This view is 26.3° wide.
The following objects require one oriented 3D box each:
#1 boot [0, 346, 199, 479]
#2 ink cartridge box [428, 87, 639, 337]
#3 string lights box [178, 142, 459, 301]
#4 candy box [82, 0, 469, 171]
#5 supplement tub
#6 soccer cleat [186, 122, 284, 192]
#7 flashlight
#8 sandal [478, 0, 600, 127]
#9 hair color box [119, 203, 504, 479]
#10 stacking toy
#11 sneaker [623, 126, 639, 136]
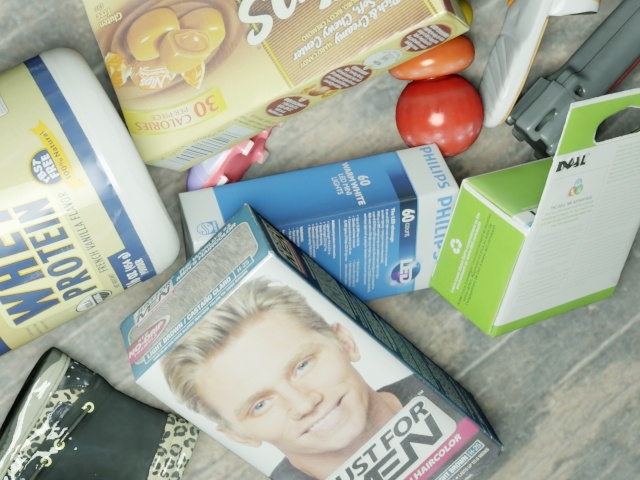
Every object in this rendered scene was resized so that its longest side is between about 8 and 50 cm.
[{"bbox_3d":[-0.240,0.243,1.338,0.179,0.085,0.236,26,88,-15],"label":"boot"},{"bbox_3d":[0.230,-0.052,1.315,0.189,0.097,0.255,-15,131,-38],"label":"ink cartridge box"},{"bbox_3d":[0.000,0.000,1.341,0.260,0.076,0.133,-12,135,-11],"label":"string lights box"},{"bbox_3d":[-0.046,-0.210,1.252,0.316,0.087,0.183,-24,79,17],"label":"candy box"},{"bbox_3d":[-0.311,-0.010,1.229,0.316,0.228,0.228,-28,100,-8],"label":"supplement tub"},{"bbox_3d":[-0.074,-0.152,1.352,0.095,0.083,0.248,31,91,12],"label":"soccer cleat"},{"bbox_3d":[0.323,-0.205,1.419,0.103,0.103,0.304,42,90,-15],"label":"flashlight"},{"bbox_3d":[0.237,-0.232,1.397,0.076,0.102,0.265,19,95,-17],"label":"sandal"},{"bbox_3d":[-0.003,0.142,1.299,0.174,0.105,0.347,-44,121,9],"label":"hair color box"},{"bbox_3d":[0.103,-0.244,1.355,0.141,0.141,0.330,-14,103,-10],"label":"stacking toy"},{"bbox_3d":[0.386,-0.105,1.434,0.235,0.097,0.084,-39,101,-6],"label":"sneaker"}]
